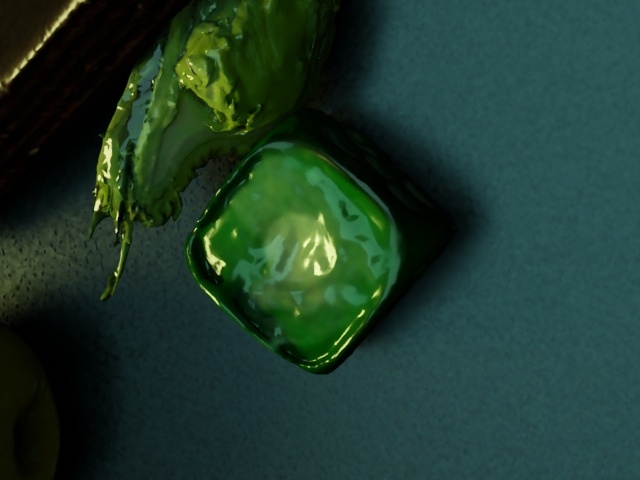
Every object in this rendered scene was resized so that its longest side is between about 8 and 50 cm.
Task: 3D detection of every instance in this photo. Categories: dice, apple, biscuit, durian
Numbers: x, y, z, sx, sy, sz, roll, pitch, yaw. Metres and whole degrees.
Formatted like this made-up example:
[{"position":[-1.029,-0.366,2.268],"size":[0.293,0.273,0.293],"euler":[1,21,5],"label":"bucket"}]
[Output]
[{"position":[0.000,0.000,1.239],"size":[0.131,0.120,0.128],"euler":[41,104,7],"label":"dice"},{"position":[-0.258,0.135,1.300],"size":[0.155,0.182,0.182],"euler":[-3,94,9],"label":"apple"},{"position":[-0.195,-0.121,1.225],"size":[0.388,0.073,0.107],"euler":[-40,58,40],"label":"biscuit"},{"position":[-0.050,-0.130,1.230],"size":[0.107,0.132,0.375],"euler":[20,83,9],"label":"durian"}]
